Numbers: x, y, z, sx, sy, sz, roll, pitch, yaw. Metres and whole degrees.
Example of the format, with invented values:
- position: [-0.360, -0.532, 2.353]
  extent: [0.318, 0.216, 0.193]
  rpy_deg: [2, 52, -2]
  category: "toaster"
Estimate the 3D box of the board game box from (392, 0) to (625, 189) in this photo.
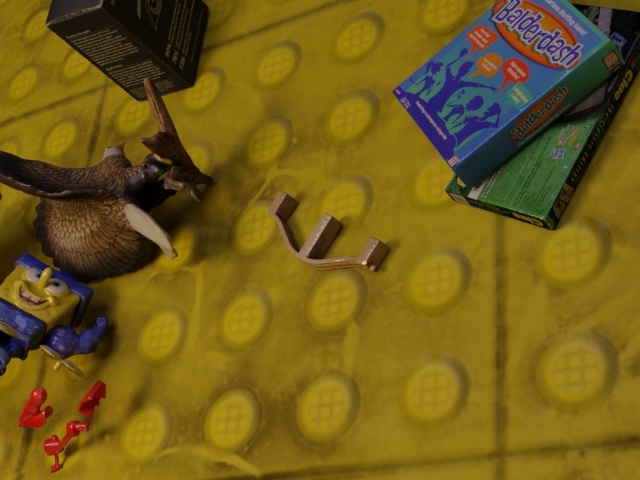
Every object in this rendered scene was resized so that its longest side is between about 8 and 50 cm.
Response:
- position: [0.200, -0.178, 1.186]
  extent: [0.210, 0.047, 0.160]
  rpy_deg: [-40, 45, 9]
  category: "board game box"

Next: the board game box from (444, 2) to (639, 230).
- position: [0.252, -0.142, 1.178]
  extent: [0.136, 0.030, 0.259]
  rpy_deg: [22, 77, 40]
  category: "board game box"

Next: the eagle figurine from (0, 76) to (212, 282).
- position: [-0.301, -0.061, 1.416]
  extent: [0.298, 0.225, 0.226]
  rpy_deg: [-18, 94, 10]
  category: "eagle figurine"

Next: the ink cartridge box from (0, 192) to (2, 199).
- position: [-0.586, 0.016, 1.447]
  extent: [0.071, 0.324, 0.330]
  rpy_deg: [47, 127, 8]
  category: "ink cartridge box"

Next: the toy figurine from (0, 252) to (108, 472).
- position: [-0.409, 0.100, 1.399]
  extent: [0.191, 0.363, 0.217]
  rpy_deg: [-66, -6, 35]
  category: "toy figurine"

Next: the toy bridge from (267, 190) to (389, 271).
- position: [0.000, 0.000, 1.274]
  extent: [0.188, 0.026, 0.063]
  rpy_deg: [29, 84, 43]
  category: "toy bridge"

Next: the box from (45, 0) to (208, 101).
- position: [-0.272, -0.322, 1.551]
  extent: [0.108, 0.207, 0.153]
  rpy_deg: [-10, 57, 32]
  category: "box"
